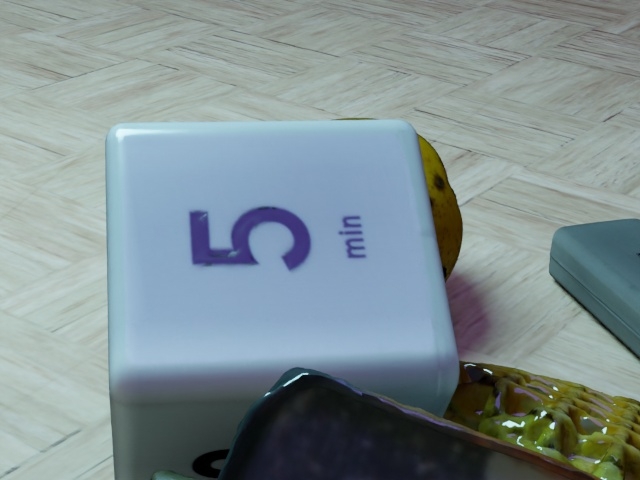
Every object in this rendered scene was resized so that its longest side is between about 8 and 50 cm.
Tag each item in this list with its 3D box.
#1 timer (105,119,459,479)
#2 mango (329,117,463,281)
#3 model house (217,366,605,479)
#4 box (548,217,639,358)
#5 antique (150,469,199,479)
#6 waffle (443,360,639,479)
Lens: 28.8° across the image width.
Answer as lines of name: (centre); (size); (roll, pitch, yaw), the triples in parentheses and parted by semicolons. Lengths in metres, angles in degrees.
timer: (-0.036, 0.050, 0.790); (0.195, 0.192, 0.194); (-1, 57, -8)
mango: (0.000, 0.000, 1.021); (0.290, 0.160, 0.191); (-24, 44, -37)
model house: (0.080, 0.191, 0.576); (0.271, 0.190, 0.301); (21, -5, 6)
box: (0.289, 0.054, 1.044); (0.103, 0.055, 0.243); (-6, 27, -18)
antique: (-0.106, 0.219, 0.568); (0.150, 0.125, 0.284); (15, 28, 22)
waffle: (0.188, 0.135, 0.792); (0.238, 0.058, 0.243); (15, 5, -33)
